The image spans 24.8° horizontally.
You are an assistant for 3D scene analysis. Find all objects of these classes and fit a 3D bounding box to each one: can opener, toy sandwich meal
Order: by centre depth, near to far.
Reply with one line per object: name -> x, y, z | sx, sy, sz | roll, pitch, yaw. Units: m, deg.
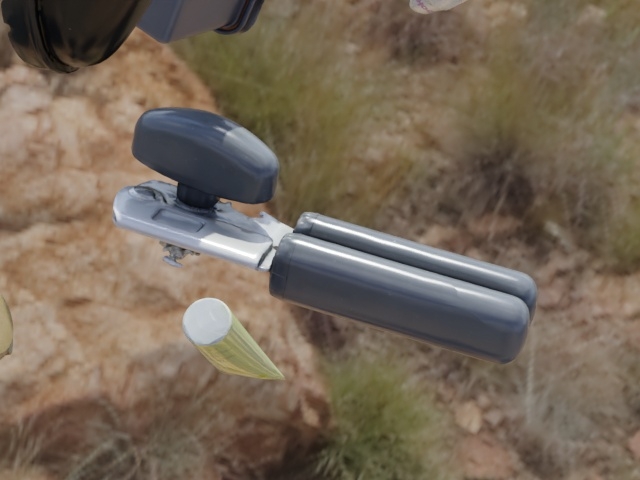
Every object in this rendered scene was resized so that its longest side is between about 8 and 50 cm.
can opener -> 0.000, 0.000, 0.908 | 0.280, 0.093, 0.074 | 21, 28, 8
toy sandwich meal -> -0.304, 0.073, 1.293 | 0.029, 0.085, 0.085 | -18, 40, 22

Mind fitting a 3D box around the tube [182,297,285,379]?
tube -> -0.111, 0.138, 1.820 | 0.062, 0.240, 0.070 | -39, 68, -5

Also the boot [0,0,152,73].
boot -> -0.019, -0.167, 0.634 | 0.207, 0.246, 0.094 | 18, 16, 10

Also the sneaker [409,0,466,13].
sneaker -> 0.127, -0.413, 1.722 | 0.114, 0.152, 0.305 | 8, 67, -37

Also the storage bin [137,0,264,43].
storage bin -> -0.076, -0.188, 0.936 | 0.098, 0.135, 0.091 | 35, 36, 12
